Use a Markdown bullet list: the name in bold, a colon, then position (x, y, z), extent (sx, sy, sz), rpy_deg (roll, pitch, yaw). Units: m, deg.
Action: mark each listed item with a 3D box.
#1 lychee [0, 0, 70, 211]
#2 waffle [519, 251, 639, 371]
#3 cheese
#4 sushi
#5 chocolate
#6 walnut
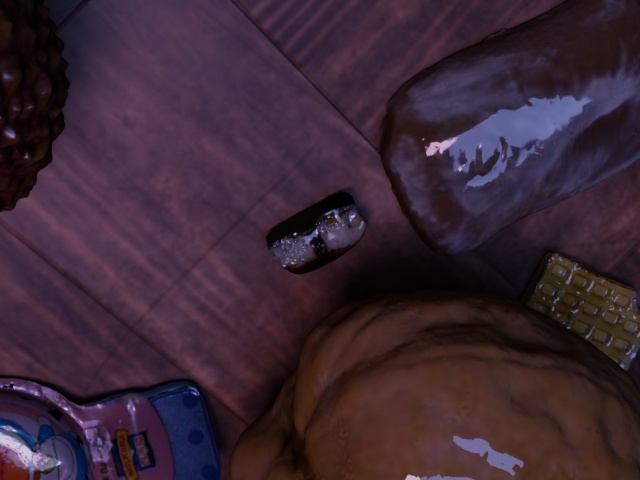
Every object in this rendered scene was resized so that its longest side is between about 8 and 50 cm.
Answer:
- **lychee**: position (-0.294, -0.127, 0.668), extent (0.271, 0.271, 0.272), rpy_deg (-5, 111, -13)
- **waffle**: position (0.243, 0.070, 0.984), extent (0.135, 0.021, 0.092), rpy_deg (21, 103, -20)
- **cheese**: position (-0.222, 0.189, 0.862), extent (0.285, 0.074, 0.189), rpy_deg (-12, 78, -21)
- **sushi**: position (0.000, 0.000, 0.883), extent (0.083, 0.044, 0.046), rpy_deg (-28, 113, -1)
- **chocolate**: position (0.179, -0.091, 0.876), extent (0.254, 0.080, 0.157), rpy_deg (-28, 114, -3)
- **walnut**: position (0.114, 0.194, 0.855), extent (0.343, 0.306, 0.306), rpy_deg (22, 103, -25)
